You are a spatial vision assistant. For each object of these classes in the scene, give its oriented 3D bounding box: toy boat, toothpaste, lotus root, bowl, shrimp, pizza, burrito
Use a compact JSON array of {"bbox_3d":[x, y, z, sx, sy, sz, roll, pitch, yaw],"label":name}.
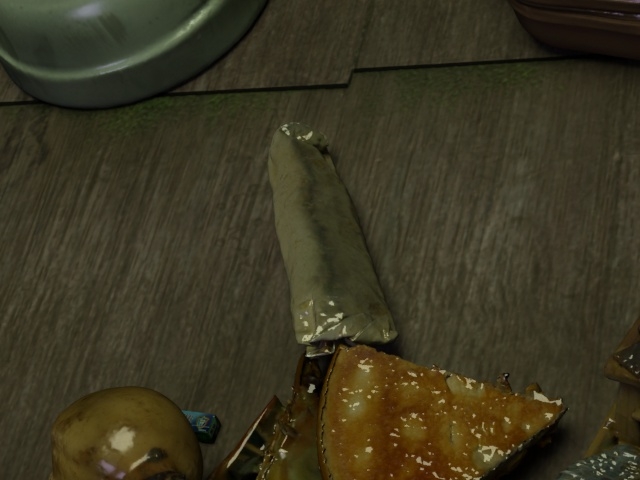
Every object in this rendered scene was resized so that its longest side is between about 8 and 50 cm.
[{"bbox_3d":[0.272,0.091,1.435,0.089,0.121,0.321,16,59,39],"label":"toy boat"},{"bbox_3d":[-0.123,0.151,1.619,0.083,0.017,0.020,5,54,26],"label":"toothpaste"},{"bbox_3d":[-0.149,0.178,1.511,0.118,0.125,0.221,-16,10,-21],"label":"lotus root"},{"bbox_3d":[-0.212,-0.289,1.952,0.307,0.163,0.307,-14,48,16],"label":"bowl"},{"bbox_3d":[-0.042,0.196,1.521,0.145,0.061,0.267,-7,50,30],"label":"shrimp"},{"bbox_3d":[0.093,0.162,1.483,0.193,0.053,0.201,-5,50,5],"label":"pizza"},{"bbox_3d":[0.000,0.000,1.665,0.082,0.059,0.275,-1,42,-14],"label":"burrito"}]

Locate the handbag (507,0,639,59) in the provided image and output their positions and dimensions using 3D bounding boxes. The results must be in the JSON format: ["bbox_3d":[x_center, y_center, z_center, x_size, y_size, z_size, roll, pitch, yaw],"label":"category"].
[{"bbox_3d":[0.258,-0.309,1.776,0.283,0.149,0.302,5,55,29],"label":"handbag"}]
